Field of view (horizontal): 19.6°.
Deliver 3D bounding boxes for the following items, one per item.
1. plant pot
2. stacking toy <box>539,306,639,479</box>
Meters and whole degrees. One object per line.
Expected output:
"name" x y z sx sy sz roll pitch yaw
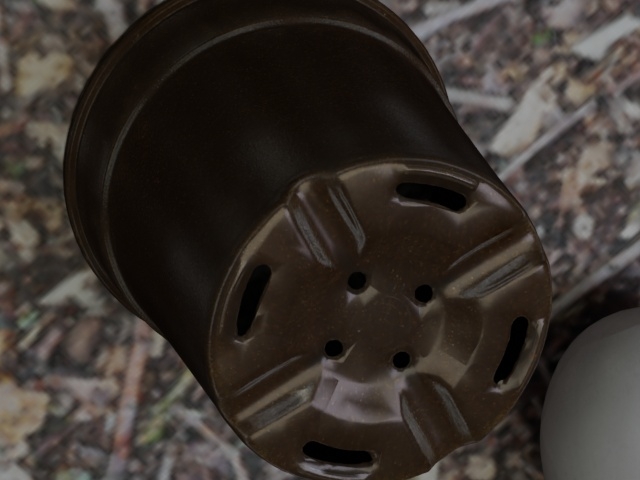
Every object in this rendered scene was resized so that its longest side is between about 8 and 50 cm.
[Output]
"plant pot" 0.000 0.000 0.696 0.167 0.165 0.167 -7 115 -16
"stacking toy" 0.246 0.234 0.852 0.350 0.350 0.480 -33 99 -2
